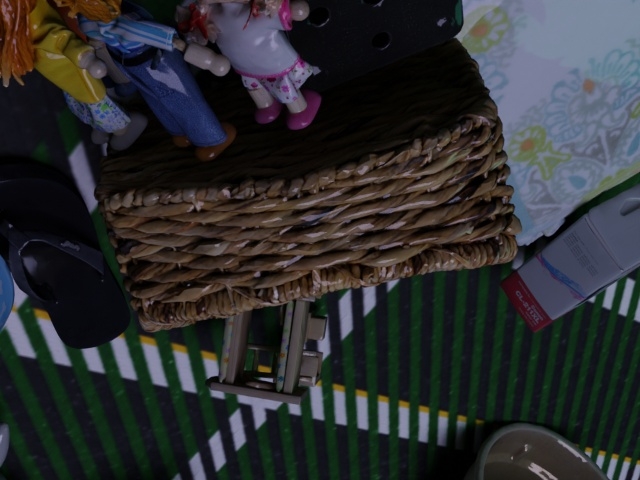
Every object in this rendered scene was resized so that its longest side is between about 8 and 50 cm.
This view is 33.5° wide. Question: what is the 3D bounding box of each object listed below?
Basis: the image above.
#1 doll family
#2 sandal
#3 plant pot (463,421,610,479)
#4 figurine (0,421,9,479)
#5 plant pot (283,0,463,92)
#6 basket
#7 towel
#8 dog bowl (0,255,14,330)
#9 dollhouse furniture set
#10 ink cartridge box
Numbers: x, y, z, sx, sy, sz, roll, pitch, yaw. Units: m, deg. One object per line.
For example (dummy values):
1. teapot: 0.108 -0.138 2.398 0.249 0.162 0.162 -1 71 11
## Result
1. doll family: -0.132 -0.125 0.695 0.118 0.263 0.163 -59 142 -23
2. sandal: -0.232 0.022 0.951 0.097 0.054 0.254 -28 140 -1
3. plant pot: 0.255 0.483 1.545 0.333 0.334 0.305 12 137 -38
4. figurine: -0.407 0.273 1.097 0.214 0.092 0.209 -14 134 -18
5. plant pot: 0.005 -0.215 0.752 0.187 0.167 0.188 -22 141 -7
6. basket: 0.000 0.000 0.825 0.299 0.213 0.223 -11 120 1
7. towel: 0.253 -0.183 0.993 0.320 0.090 0.374 -34 140 2
8. dog bowl: -0.370 0.109 0.909 0.165 0.074 0.297 19 123 -18
9. dollhouse furniture set: -0.047 0.062 1.112 0.101 0.161 0.182 8 92 7
10. ink cartridge box: 0.299 0.017 1.165 0.127 0.072 0.175 -25 167 -31
